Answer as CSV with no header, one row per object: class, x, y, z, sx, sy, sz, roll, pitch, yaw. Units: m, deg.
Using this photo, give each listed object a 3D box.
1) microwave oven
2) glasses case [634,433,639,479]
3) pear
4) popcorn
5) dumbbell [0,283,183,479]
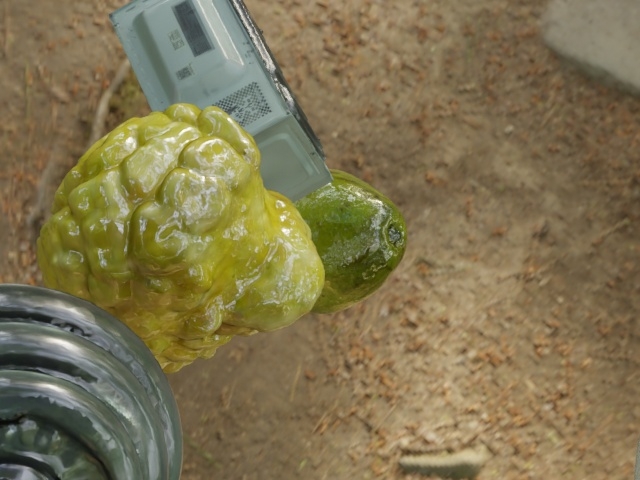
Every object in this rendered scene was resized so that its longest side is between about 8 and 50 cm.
microwave oven,-0.092,-0.139,1.195,0.122,0.162,0.208,-29,62,3
glasses case,0.221,0.170,0.713,0.051,0.081,0.204,48,37,-29
pear,0.000,0.000,1.796,0.269,0.212,0.212,-4,51,31
popcorn,-0.099,0.011,0.923,0.203,0.226,0.200,26,16,3
dumbbell,-0.123,0.137,0.471,0.179,0.406,0.179,-3,104,-11
